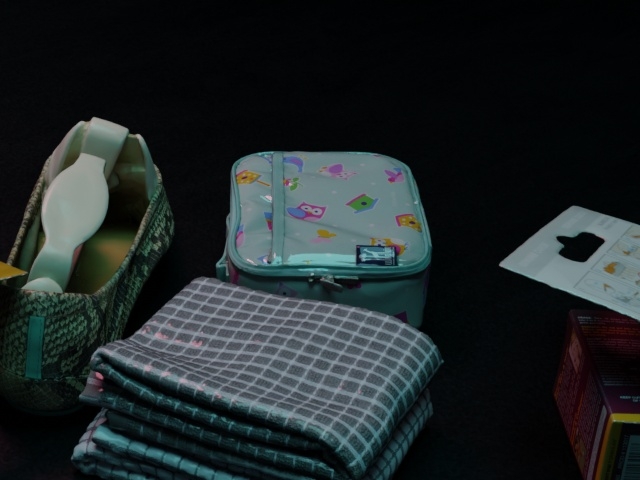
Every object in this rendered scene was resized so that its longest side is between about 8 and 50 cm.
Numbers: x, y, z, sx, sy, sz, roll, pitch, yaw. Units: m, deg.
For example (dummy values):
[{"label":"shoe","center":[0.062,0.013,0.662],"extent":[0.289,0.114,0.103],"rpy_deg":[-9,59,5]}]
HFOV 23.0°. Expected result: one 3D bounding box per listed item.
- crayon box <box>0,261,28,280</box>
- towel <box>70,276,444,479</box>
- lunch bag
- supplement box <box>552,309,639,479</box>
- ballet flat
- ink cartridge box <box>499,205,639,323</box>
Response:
[{"label":"crayon box","center":[-0.437,0.090,1.406],"extent":[0.323,0.083,0.203],"rpy_deg":[-15,13,-26]},{"label":"towel","center":[-0.055,0.137,1.435],"extent":[0.284,0.121,0.235],"rpy_deg":[15,29,16]},{"label":"lunch bag","center":[0.000,0.000,1.703],"extent":[0.224,0.108,0.279],"rpy_deg":[3,29,-5]},{"label":"supplement box","center":[0.281,0.157,1.474],"extent":[0.081,0.104,0.188],"rpy_deg":[3,29,-6]},{"label":"ballet flat","center":[-0.237,-0.017,1.617],"extent":[0.164,0.182,0.483],"rpy_deg":[7,29,-1]},{"label":"ink cartridge box","center":[0.370,0.099,1.490],"extent":[0.385,0.091,0.308],"rpy_deg":[23,19,16]}]
